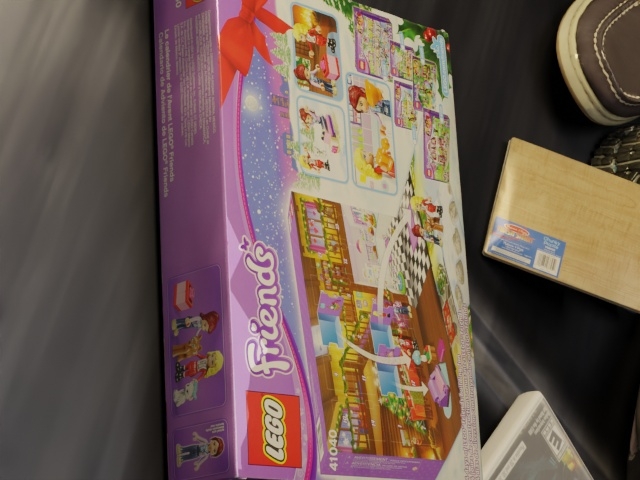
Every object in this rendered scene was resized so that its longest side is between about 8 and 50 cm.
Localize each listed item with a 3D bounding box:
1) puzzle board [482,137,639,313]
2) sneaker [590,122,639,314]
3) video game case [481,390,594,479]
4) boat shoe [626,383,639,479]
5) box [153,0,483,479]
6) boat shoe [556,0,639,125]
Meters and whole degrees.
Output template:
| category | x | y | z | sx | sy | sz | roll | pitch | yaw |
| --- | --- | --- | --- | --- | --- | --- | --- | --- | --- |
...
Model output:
| category | x | y | z | sx | sy | sz | roll | pitch | yaw |
| --- | --- | --- | --- | --- | --- | --- | --- | --- | --- |
| puzzle board | 0.178 | -0.008 | 1.151 | 0.128 | 0.011 | 0.096 | 20 | 61 | -5 |
| sneaker | 0.231 | -0.017 | 1.231 | 0.073 | 0.063 | 0.162 | 54 | 46 | -45 |
| video game case | 0.135 | 0.219 | 1.065 | 0.173 | 0.022 | 0.190 | 58 | 44 | -16 |
| boat shoe | 0.292 | 0.068 | 1.246 | 0.112 | 0.095 | 0.335 | 28 | 45 | 5 |
| box | 0.000 | 0.000 | 0.968 | 0.201 | 0.057 | 0.293 | 13 | 68 | -44 |
| boat shoe | 0.276 | -0.164 | 1.284 | 0.285 | 0.092 | 0.103 | -25 | 92 | -50 |
